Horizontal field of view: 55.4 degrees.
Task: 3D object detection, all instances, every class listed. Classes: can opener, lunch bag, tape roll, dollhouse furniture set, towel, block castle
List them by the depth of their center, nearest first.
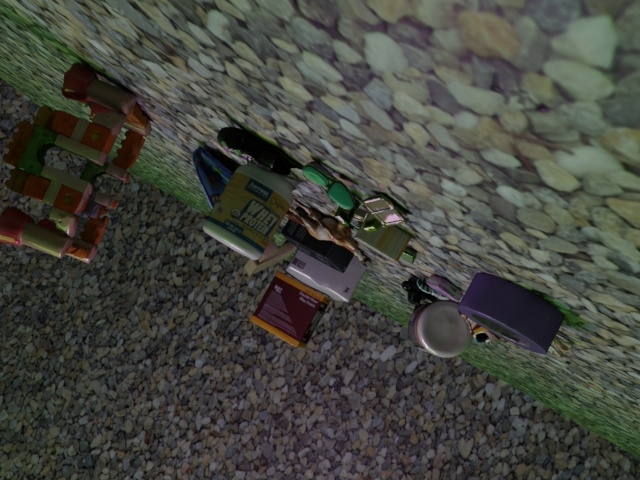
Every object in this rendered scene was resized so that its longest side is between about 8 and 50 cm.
[{"bbox_3d":[0.097,-0.063,1.117,0.076,0.059,0.151,42,149,-27],"label":"dollhouse furniture set"},{"bbox_3d":[0.374,0.144,1.207,0.189,0.080,0.189,29,172,4],"label":"tape roll"},{"bbox_3d":[0.151,0.006,1.413,0.152,0.023,0.113,27,175,12],"label":"towel"},{"bbox_3d":[-0.617,-0.180,1.510,0.212,0.453,0.303,23,174,-3],"label":"block castle"},{"bbox_3d":[-0.254,-0.121,1.640,0.293,0.138,0.221,53,178,1],"label":"lunch bag"},{"bbox_3d":[0.277,0.148,1.741,0.059,0.073,0.186,17,177,28],"label":"can opener"},{"bbox_3d":[-0.251,-0.057,2.453,0.303,0.198,0.286,60,153,9],"label":"dollhouse furniture set"}]

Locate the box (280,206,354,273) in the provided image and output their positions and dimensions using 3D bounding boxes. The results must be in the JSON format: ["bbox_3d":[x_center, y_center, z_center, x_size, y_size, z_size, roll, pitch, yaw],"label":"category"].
[{"bbox_3d":[0.000,0.000,1.678,0.158,0.093,0.156,28,173,26],"label":"box"}]

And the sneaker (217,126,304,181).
[{"bbox_3d":[-0.109,-0.164,1.163,0.170,0.051,0.089,30,175,-38],"label":"sneaker"}]

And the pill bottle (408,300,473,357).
[{"bbox_3d":[0.348,0.262,1.817,0.162,0.162,0.278,30,173,3],"label":"pill bottle"}]

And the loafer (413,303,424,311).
[{"bbox_3d":[0.388,0.248,2.033,0.061,0.062,0.170,8,-171,-33],"label":"loafer"}]

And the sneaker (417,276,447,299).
[{"bbox_3d":[0.300,0.132,1.598,0.098,0.038,0.069,28,172,22],"label":"sneaker"}]

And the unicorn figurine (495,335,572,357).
[{"bbox_3d":[0.496,0.222,1.390,0.111,0.060,0.162,31,157,-3],"label":"unicorn figurine"}]

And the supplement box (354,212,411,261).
[{"bbox_3d":[0.126,-0.006,1.239,0.098,0.062,0.036,31,175,-4],"label":"supplement box"}]

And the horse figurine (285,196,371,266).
[{"bbox_3d":[0.003,-0.038,1.523,0.263,0.066,0.174,22,164,45],"label":"horse figurine"}]

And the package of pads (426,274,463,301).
[{"bbox_3d":[0.305,0.116,1.494,0.083,0.032,0.050,34,175,-27],"label":"package of pads"}]

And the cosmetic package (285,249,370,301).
[{"bbox_3d":[0.012,0.084,1.994,0.217,0.156,0.385,30,172,-4],"label":"cosmetic package"}]

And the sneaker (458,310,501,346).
[{"bbox_3d":[0.406,0.219,1.580,0.069,0.084,0.185,33,172,-19],"label":"sneaker"}]

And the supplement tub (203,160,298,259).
[{"bbox_3d":[-0.148,-0.074,1.325,0.144,0.200,0.144,29,174,4],"label":"supplement tub"}]

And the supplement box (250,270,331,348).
[{"bbox_3d":[-0.099,0.239,2.096,0.191,0.194,0.129,27,175,16],"label":"supplement box"}]

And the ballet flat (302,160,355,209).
[{"bbox_3d":[0.020,-0.103,1.092,0.114,0.041,0.041,39,172,-7],"label":"ballet flat"}]
